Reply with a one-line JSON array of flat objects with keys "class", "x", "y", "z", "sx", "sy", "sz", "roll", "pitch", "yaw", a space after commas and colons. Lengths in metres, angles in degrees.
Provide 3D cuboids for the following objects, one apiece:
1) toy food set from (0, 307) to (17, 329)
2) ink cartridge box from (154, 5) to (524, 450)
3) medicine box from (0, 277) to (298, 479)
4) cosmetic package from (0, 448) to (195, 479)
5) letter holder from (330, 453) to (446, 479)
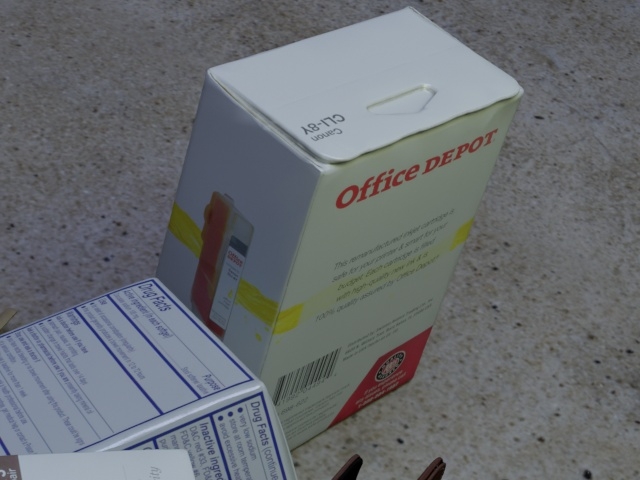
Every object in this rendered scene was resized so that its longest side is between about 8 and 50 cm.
[{"class": "toy food set", "x": -0.363, "y": 0.071, "z": 1.634, "sx": 0.122, "sy": 0.019, "sz": 0.078, "roll": 19, "pitch": 36, "yaw": 13}, {"class": "ink cartridge box", "x": 0.000, "y": 0.000, "z": 1.567, "sx": 0.160, "sy": 0.384, "sz": 0.279, "roll": 40, "pitch": 42, "yaw": 26}, {"class": "medicine box", "x": -0.199, "y": 0.178, "z": 1.325, "sx": 0.289, "sy": 0.149, "sz": 0.263, "roll": -21, "pitch": 24, "yaw": -17}, {"class": "cosmetic package", "x": -0.169, "y": 0.339, "z": 1.077, "sx": 0.156, "sy": 0.385, "sz": 0.217, "roll": 2, "pitch": 41, "yaw": -20}, {"class": "letter holder", "x": -0.043, "y": 0.283, "z": 1.338, "sx": 0.152, "sy": 0.214, "sz": 0.302, "roll": 29, "pitch": 39, "yaw": 13}]
